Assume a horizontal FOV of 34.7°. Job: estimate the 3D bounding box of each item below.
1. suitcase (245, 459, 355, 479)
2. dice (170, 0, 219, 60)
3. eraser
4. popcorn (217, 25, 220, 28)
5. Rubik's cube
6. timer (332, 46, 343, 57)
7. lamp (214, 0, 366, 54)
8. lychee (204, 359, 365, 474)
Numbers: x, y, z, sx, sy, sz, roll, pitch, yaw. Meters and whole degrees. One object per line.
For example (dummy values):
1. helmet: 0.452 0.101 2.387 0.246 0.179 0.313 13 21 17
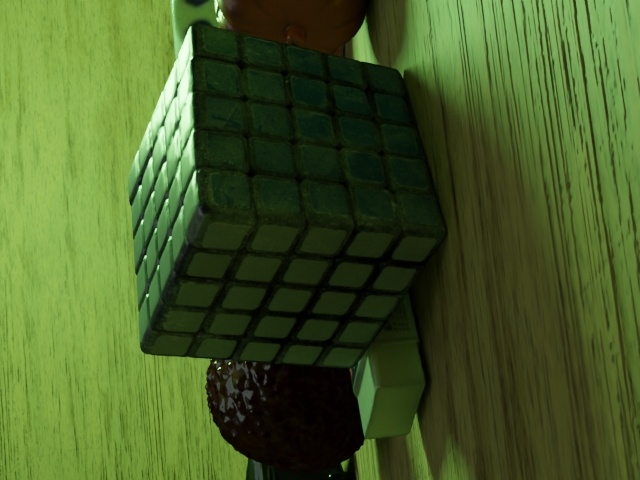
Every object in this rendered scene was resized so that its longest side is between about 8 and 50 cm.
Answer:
1. suitcase: -0.037 0.522 1.858 0.434 0.194 0.283 95 169 -65
2. dice: -0.195 -0.517 2.191 0.251 0.259 0.243 -109 14 -65
3. eraser: 0.063 0.096 1.126 0.124 0.067 0.210 99 165 -53
4. popcorn: -0.097 -0.395 1.781 0.197 0.155 0.198 12 -90 -83
5. Rubik's cube: -0.046 -0.033 1.001 0.238 0.237 0.237 121 149 -44
6. timer: -0.031 -0.335 1.528 0.257 0.161 0.250 -102 24 -51
7. lamp: -0.034 -0.288 1.193 0.188 0.187 0.164 95 170 -59
8. lychee: -0.040 0.193 1.405 0.260 0.260 0.261 175 90 -84
